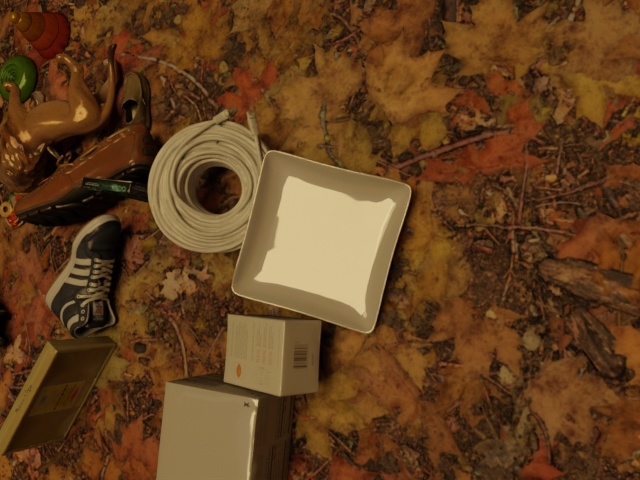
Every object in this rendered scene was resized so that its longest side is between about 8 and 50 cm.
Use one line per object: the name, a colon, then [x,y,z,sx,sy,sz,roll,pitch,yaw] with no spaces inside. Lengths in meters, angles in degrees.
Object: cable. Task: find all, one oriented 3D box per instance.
cable: [-0.203,-0.102,1.186,0.257,0.089,0.257,-20,90,2]

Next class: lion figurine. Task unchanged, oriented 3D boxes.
lion figurine: [-0.600,-0.276,1.403,0.392,0.142,0.240,-22,72,23]

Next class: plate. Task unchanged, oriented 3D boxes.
plate: [0.000,0.000,1.115,0.278,0.045,0.277,15,94,9]

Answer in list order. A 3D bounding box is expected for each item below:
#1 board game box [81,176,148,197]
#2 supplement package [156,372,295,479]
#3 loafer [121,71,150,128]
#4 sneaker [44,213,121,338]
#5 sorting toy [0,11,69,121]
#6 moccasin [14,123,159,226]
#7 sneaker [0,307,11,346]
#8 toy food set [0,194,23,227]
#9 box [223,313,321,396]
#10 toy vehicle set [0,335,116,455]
board game box: [-0.373,-0.099,1.255,0.126,0.186,0.026,8,88,26]
supplement package: [-0.178,0.398,1.135,0.204,0.145,0.262,4,86,25]
loafer: [-0.417,-0.316,1.373,0.056,0.050,0.148,-18,77,22]
sneaker: [-0.491,0.088,1.338,0.153,0.099,0.282,46,111,27]
sorting toy: [-0.784,-0.436,1.518,0.365,0.126,0.127,-46,69,14]
moccasin: [-0.530,-0.144,1.362,0.380,0.139,0.147,-27,68,23]
sneaker: [-0.807,0.177,1.507,0.078,0.067,0.188,-17,75,1]
toy food set: [-0.765,-0.075,1.528,0.082,0.020,0.083,-40,69,16]
box: [-0.089,0.203,1.114,0.170,0.091,0.130,-1,84,47]
toy vehicle set: [-0.567,0.329,1.313,0.035,0.166,0.267,34,99,24]
